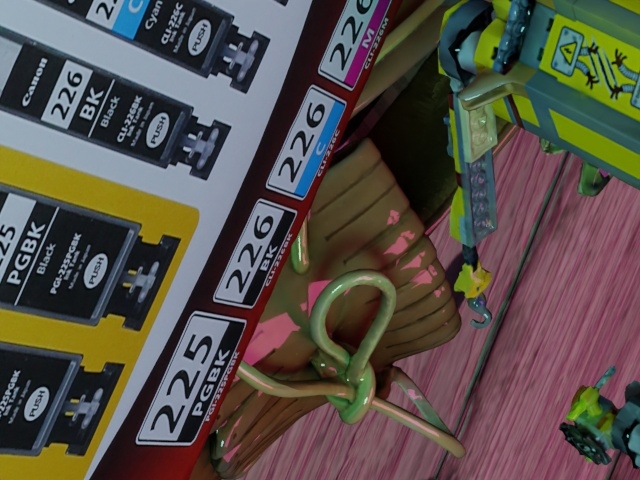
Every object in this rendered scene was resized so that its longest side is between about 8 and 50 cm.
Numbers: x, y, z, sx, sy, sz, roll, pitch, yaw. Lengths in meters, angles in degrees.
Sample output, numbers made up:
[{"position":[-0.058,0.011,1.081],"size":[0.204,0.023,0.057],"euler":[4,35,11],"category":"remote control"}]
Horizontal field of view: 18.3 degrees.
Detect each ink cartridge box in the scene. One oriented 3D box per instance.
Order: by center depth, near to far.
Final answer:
[{"position":[-0.119,-0.017,0.491],"size":[0.309,0.130,0.272],"euler":[-66,155,3],"category":"ink cartridge box"}]

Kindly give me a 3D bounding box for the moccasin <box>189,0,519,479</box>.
[{"position":[0.000,0.002,0.732],"size":[0.380,0.147,0.139],"euler":[-53,153,-25],"category":"moccasin"}]

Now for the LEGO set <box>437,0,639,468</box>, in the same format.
[{"position":[0.126,-0.065,0.674],"size":[0.255,0.192,0.331],"euler":[-52,142,-8],"category":"LEGO set"}]
